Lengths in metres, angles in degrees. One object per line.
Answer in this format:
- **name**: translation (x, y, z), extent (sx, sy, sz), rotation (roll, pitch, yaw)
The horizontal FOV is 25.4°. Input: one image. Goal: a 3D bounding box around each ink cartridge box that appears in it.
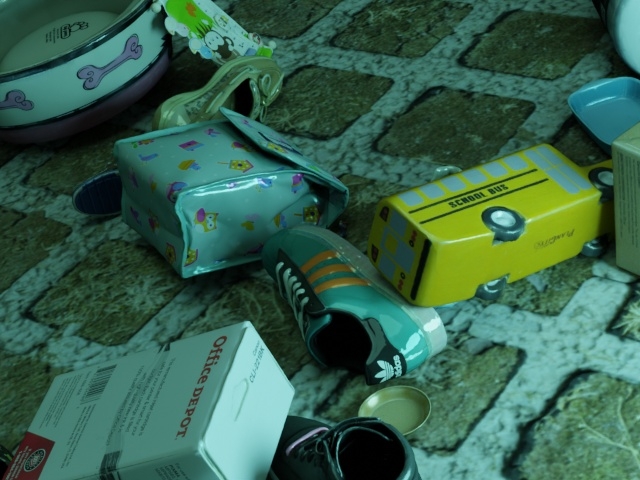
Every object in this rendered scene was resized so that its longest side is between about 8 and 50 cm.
- **ink cartridge box**: translation (-0.184, 0.216, 1.520), extent (0.273, 0.114, 0.197), rotation (-18, 31, 27)
- **ink cartridge box**: translation (0.458, -0.083, 1.702), extent (0.235, 0.193, 0.088), rotation (-35, 42, -26)

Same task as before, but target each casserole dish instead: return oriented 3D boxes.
- **casserole dish**: translation (0.419, -0.168, 1.969), extent (0.114, 0.037, 0.188), rotation (-18, 36, -6)

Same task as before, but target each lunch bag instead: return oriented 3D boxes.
- **lunch bag**: translation (-0.118, -0.076, 1.930), extent (0.262, 0.160, 0.223), rotation (-17, 30, -23)

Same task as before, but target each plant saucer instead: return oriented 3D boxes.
- **plant saucer**: translation (0.085, 0.197, 1.599), extent (0.083, 0.015, 0.083), rotation (-9, 35, 7)

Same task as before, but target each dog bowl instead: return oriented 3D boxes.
- **dog bowl**: translation (-0.425, -0.312, 2.333), extent (0.408, 0.150, 0.408), rotation (-16, 32, 10)

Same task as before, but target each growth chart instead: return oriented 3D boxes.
- **growth chart**: translation (-0.170, -0.337, 2.280), extent (0.021, 0.237, 0.172), rotation (-36, 29, 31)

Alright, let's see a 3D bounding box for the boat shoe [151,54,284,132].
- **boat shoe**: translation (-0.134, -0.198, 2.134), extent (0.089, 0.104, 0.285), rotation (17, 36, 30)

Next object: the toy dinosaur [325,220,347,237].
- **toy dinosaur**: translation (0.000, 0.000, 1.883), extent (0.090, 0.047, 0.082), rotation (-4, 17, 32)

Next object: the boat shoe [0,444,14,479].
- **boat shoe**: translation (-0.377, 0.272, 1.610), extent (0.081, 0.068, 0.228), rotation (-29, 38, -19)

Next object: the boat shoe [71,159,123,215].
- **boat shoe**: translation (-0.288, -0.087, 2.089), extent (0.183, 0.066, 0.066), rotation (-20, 30, -26)

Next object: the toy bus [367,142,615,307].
- **toy bus**: translation (0.227, -0.026, 1.700), extent (0.333, 0.108, 0.130), rotation (-20, 48, -33)

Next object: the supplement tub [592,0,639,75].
- **supplement tub**: translation (0.501, -0.397, 2.109), extent (0.207, 0.207, 0.338), rotation (-12, 36, 4)

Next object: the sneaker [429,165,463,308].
- **sneaker**: translation (0.145, -0.001, 1.786), extent (0.088, 0.092, 0.228), rotation (-1, 38, 16)

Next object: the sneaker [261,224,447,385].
- **sneaker**: translation (0.008, 0.076, 1.714), extent (0.121, 0.108, 0.302), rotation (-30, 39, -28)

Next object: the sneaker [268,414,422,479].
- **sneaker**: translation (0.021, 0.222, 1.474), extent (0.105, 0.146, 0.296), rotation (-32, 38, -21)
